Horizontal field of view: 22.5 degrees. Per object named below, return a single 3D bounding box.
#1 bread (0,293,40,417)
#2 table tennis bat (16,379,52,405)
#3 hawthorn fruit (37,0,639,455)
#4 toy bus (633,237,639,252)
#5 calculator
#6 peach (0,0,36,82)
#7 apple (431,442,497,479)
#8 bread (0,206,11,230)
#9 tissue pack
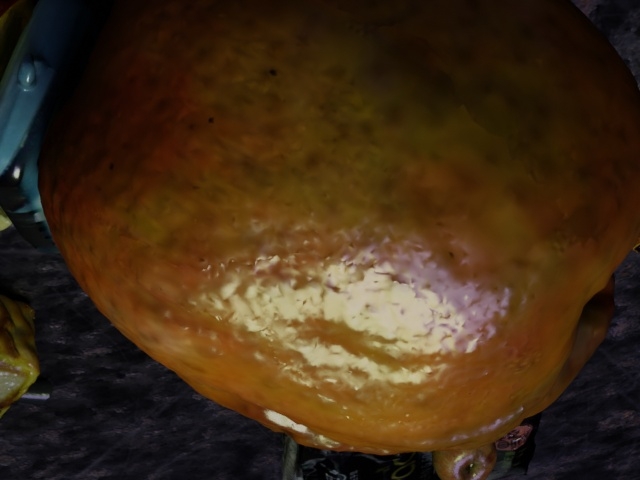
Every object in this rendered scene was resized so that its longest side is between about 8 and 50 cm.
[{"bbox_3d":[-0.404,0.118,1.673,0.222,0.096,0.181,23,130,-39],"label":"bread"},{"bbox_3d":[-0.420,0.162,1.816,0.236,0.027,0.150,8,141,-28],"label":"table tennis bat"},{"bbox_3d":[0.027,-0.039,1.249,0.472,0.472,0.472,-9,147,-6],"label":"hawthorn fruit"},{"bbox_3d":[0.433,-0.010,1.793,0.194,0.088,0.083,16,139,-35],"label":"toy bus"},{"bbox_3d":[-0.218,-0.093,1.331,0.051,0.173,0.293,19,165,5],"label":"calculator"},{"bbox_3d":[-0.311,-0.119,1.261,0.226,0.196,0.190,-24,147,13],"label":"peach"},{"bbox_3d":[0.170,0.255,1.928,0.084,0.071,0.084,-12,129,-15],"label":"apple"},{"bbox_3d":[-0.437,-0.007,1.446,0.361,0.138,0.077,-26,148,20],"label":"bread"},{"bbox_3d":[0.115,0.247,2.041,0.332,0.123,0.245,-8,142,-9],"label":"tissue pack"}]
